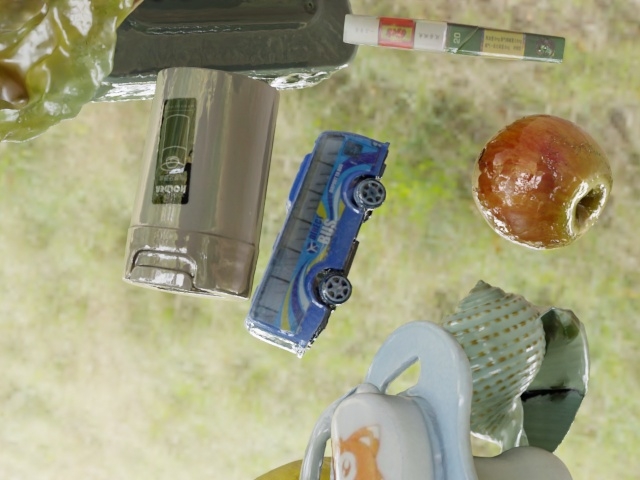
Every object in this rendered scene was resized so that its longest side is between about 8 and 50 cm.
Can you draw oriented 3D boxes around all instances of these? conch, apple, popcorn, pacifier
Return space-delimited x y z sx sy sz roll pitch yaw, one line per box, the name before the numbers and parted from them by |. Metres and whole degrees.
conch | 0.181 0.137 1.433 0.131 0.200 0.172 19 -156 40
apple | 0.222 -0.061 1.415 0.146 0.147 0.146 8 174 1
popcorn | -0.180 -0.161 0.729 0.183 0.204 0.221 40 144 14
pacifier | 0.122 0.230 1.267 0.233 0.300 0.244 8 150 -20

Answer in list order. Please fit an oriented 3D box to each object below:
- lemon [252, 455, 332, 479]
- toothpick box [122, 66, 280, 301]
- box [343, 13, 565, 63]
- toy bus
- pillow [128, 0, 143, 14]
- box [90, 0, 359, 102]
lemon | 0.009 0.367 1.484 0.293 0.293 0.293 8 174 1
toothpick box | -0.098 -0.043 1.157 0.111 0.181 0.111 9 173 1
box | 0.147 -0.215 1.481 0.132 0.034 0.235 13 -169 39
toy bus | -0.001 -0.001 1.422 0.094 0.237 0.079 22 164 -6
pillow | -0.175 -0.255 1.245 0.075 0.179 0.171 43 -165 -23
box | -0.166 -0.370 1.704 0.395 0.397 0.111 -9 169 -32
